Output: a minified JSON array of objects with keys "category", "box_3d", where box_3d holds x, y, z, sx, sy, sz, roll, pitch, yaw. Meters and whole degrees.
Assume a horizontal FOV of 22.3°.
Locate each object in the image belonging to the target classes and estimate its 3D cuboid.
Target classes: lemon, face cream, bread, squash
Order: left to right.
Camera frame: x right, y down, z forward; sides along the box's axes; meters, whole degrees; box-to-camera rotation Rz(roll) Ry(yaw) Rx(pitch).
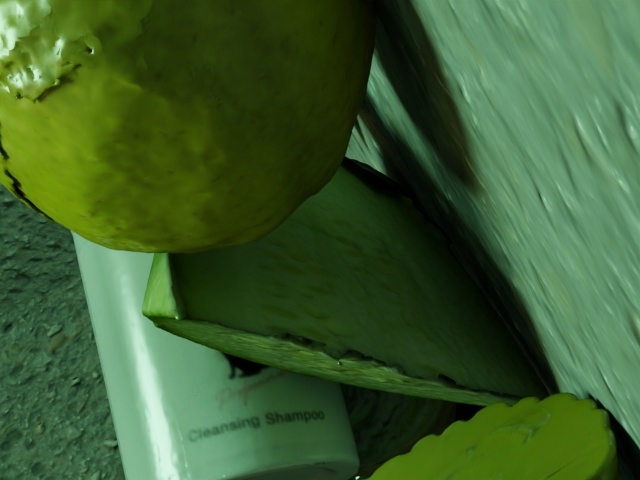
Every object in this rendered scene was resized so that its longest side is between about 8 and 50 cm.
[{"category":"lemon","box_3d":[-0.073,-0.096,0.756,0.204,0.204,0.260,62,170,17]},{"category":"face cream","box_3d":[-0.090,-0.011,1.045,0.145,0.145,0.370,65,-172,-72]},{"category":"squash","box_3d":[0.000,0.000,0.907,0.236,0.155,0.204,19,168,-29]},{"category":"bread","box_3d":[0.029,0.049,1.152,0.261,0.158,0.156,62,-169,25]}]

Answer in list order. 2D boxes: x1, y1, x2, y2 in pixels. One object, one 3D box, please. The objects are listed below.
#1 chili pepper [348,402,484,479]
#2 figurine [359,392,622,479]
[{"category":"chili pepper","box_3d":[0.074,0.171,1.499,0.174,0.165,0.261,50,-178,-6]},{"category":"figurine","box_3d":[0.134,0.246,0.766,0.315,0.187,0.168,54,177,-16]}]
